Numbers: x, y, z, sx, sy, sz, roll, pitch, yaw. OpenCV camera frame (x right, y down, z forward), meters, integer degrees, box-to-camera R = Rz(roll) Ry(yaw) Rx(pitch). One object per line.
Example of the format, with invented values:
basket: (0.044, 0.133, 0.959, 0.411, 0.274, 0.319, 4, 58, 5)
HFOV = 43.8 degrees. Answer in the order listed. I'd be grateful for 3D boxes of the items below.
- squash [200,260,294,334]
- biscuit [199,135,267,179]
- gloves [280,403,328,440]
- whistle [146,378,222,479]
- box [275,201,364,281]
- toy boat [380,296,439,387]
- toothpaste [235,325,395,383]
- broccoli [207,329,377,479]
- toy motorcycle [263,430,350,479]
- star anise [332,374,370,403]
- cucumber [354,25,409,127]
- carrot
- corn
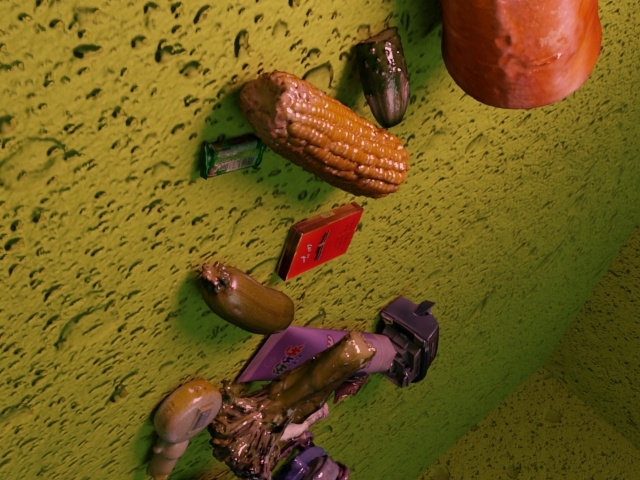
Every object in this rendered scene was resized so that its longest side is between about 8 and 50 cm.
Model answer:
squash: (-0.091, 0.084, 1.044, 0.069, 0.069, 0.258, -49, 156, 2)
biscuit: (-0.093, -0.090, 0.842, 0.089, 0.016, 0.046, -21, 143, -46)
gloves: (-0.060, 0.315, 1.440, 0.114, 0.070, 0.153, -45, 150, 15)
whistle: (-0.207, 0.284, 1.166, 0.104, 0.057, 0.198, -14, 138, -50)
box: (0.000, 0.000, 1.122, 0.133, 0.023, 0.090, -23, 144, -44)
toy boat: (0.175, 0.226, 1.635, 0.122, 0.114, 0.296, -45, 156, -22)
toothpaste: (0.003, 0.195, 1.382, 0.371, 0.080, 0.125, 13, 120, -53)
broccoli: (-0.040, 0.243, 1.223, 0.304, 0.145, 0.165, -41, 156, 14)
toy motorcycle: (-0.077, 0.563, 1.645, 0.319, 0.182, 0.241, -45, 156, -10)
star anise: (0.062, 0.271, 1.583, 0.129, 0.056, 0.124, -57, 156, -16)
cucumber: (0.081, -0.182, 0.905, 0.067, 0.035, 0.107, -33, 119, -35)
carrot: (0.220, -0.286, 0.857, 0.196, 0.196, 0.254, -44, 155, -8)
corn: (0.014, -0.111, 0.893, 0.097, 0.097, 0.320, -52, 154, 10)
